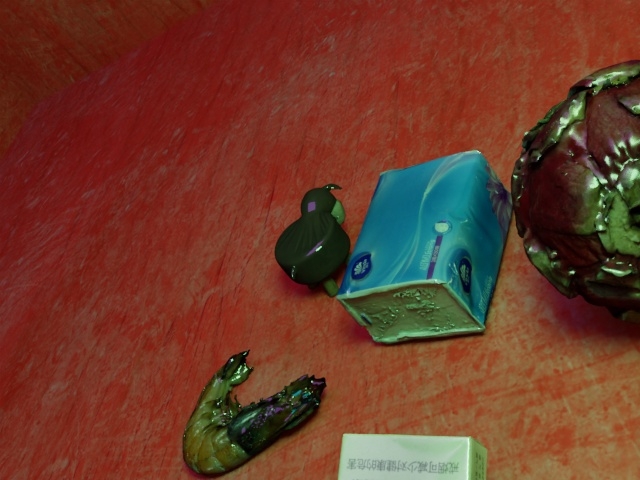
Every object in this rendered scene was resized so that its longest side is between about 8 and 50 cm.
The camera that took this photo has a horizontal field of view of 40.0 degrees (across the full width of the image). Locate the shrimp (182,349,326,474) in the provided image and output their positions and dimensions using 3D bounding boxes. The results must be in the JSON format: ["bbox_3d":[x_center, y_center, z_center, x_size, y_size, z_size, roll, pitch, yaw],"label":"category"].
[{"bbox_3d":[-0.108,0.252,1.412,0.290,0.054,0.222,-30,34,23],"label":"shrimp"}]

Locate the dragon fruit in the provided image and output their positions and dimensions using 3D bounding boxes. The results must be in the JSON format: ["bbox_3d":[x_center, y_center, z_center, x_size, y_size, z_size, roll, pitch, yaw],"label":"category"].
[{"bbox_3d":[0.392,-0.063,1.061,0.329,0.329,0.329,-27,36,21],"label":"dragon fruit"}]

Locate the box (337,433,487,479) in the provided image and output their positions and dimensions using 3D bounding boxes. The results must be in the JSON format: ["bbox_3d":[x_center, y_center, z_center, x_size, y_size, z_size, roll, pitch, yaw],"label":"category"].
[{"bbox_3d":[0.097,0.353,0.992,0.164,0.069,0.256,-5,63,26],"label":"box"}]

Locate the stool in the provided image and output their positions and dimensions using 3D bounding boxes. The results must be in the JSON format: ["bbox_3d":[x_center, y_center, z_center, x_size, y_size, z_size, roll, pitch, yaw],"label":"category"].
[{"bbox_3d":[0.000,0.000,1.535,0.125,0.121,0.217,-17,42,35],"label":"stool"}]

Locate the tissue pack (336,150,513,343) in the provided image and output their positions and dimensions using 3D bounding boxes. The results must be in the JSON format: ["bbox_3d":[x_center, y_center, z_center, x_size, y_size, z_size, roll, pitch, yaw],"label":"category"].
[{"bbox_3d":[0.163,0.010,1.337,0.198,0.146,0.263,-12,43,38],"label":"tissue pack"}]
